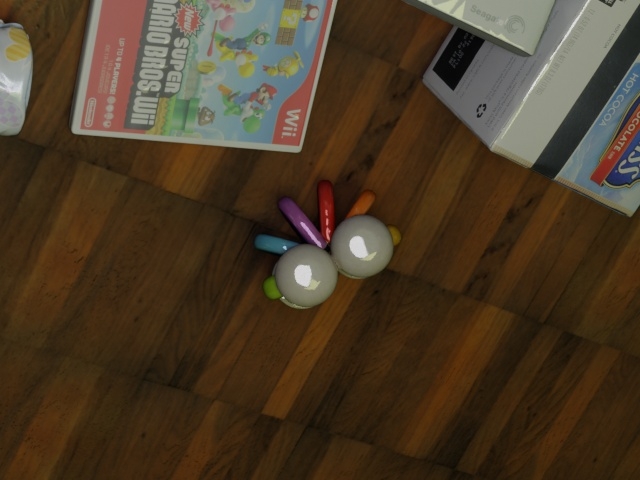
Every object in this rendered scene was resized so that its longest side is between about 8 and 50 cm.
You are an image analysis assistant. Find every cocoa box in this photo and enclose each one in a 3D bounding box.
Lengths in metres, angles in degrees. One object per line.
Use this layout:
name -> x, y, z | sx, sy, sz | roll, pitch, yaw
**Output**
cocoa box -> 0.330, -0.249, 2.004 | 0.228, 0.231, 0.347 | 23, 107, -29

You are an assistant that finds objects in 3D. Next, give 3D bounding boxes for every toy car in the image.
toy car -> 0.000, 0.000, 2.090 | 0.182, 0.159, 0.136 | -28, 89, -3

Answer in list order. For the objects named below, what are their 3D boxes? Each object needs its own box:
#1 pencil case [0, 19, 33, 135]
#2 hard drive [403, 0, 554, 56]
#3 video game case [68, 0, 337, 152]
pencil case -> -0.444, -0.180, 1.828 | 0.273, 0.113, 0.124 | 2, 107, -22
hard drive -> 0.198, -0.382, 1.868 | 0.203, 0.040, 0.307 | 23, 87, -17
video game case -> -0.136, -0.207, 1.980 | 0.285, 0.025, 0.204 | 3, 116, -22
